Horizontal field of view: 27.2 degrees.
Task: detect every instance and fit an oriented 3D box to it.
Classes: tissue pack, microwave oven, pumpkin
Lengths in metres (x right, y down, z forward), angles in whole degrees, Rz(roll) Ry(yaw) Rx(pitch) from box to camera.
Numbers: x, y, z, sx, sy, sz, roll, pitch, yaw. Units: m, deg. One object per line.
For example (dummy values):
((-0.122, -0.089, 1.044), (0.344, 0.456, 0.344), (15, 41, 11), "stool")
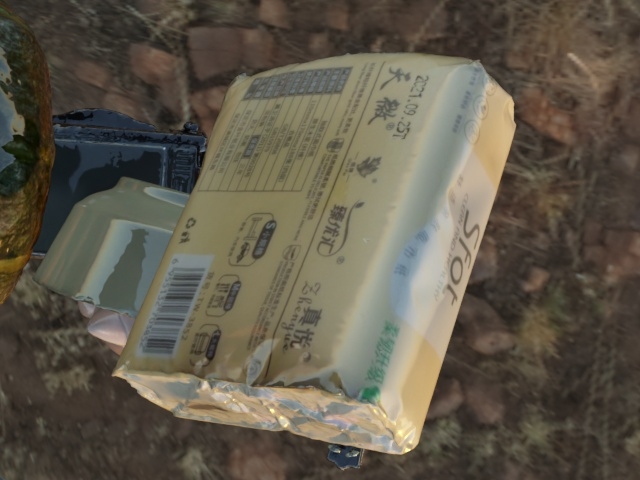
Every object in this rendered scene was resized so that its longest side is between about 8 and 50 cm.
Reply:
((0.000, 0.000, 0.748), (0.090, 0.186, 0.222), (49, 52, -45), "tissue pack")
((-0.263, -0.066, 1.635), (0.247, 0.178, 0.188), (5, 96, -10), "microwave oven")
((-0.258, -0.051, 0.793), (0.159, 0.238, 0.238), (1, 101, -33), "pumpkin")

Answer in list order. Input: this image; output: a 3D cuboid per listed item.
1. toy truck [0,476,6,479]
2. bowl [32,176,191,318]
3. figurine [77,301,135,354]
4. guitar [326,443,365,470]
((-0.194, 0.180, 0.477), (0.140, 0.256, 0.108), (-21, 140, 13), "toy truck")
((-0.133, 0.011, 1.155), (0.211, 0.211, 0.112), (16, 89, -22), "bowl")
((-0.188, 0.072, 1.407), (0.138, 0.125, 0.125), (31, 90, -37), "figurine")
((0.055, 0.081, 1.222), (0.084, 0.038, 0.271), (15, 83, 19), "guitar")
